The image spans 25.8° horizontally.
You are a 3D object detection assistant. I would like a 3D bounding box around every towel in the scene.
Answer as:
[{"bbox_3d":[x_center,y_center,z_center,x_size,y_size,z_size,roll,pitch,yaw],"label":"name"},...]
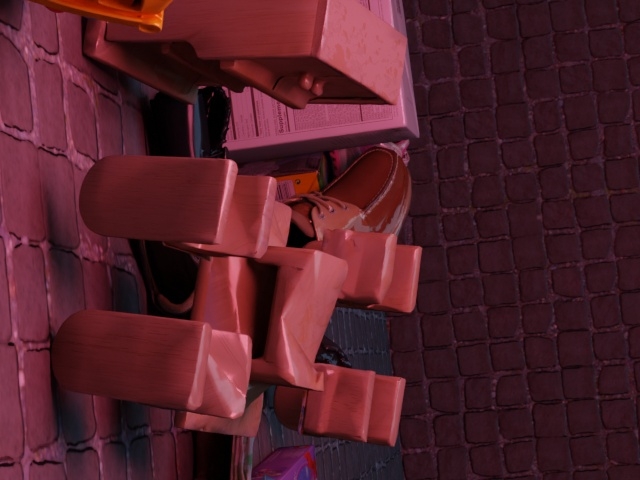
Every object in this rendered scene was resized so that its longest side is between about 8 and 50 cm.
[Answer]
[{"bbox_3d":[-0.082,0.238,1.560,0.248,0.038,0.325,99,-5,-47],"label":"towel"}]

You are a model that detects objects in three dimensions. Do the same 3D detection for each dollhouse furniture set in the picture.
[{"bbox_3d":[-0.094,-0.023,1.289,0.362,0.256,0.394,21,75,-58],"label":"dollhouse furniture set"}]

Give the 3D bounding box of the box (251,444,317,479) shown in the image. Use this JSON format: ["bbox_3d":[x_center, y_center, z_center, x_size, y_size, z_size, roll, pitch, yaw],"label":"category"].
[{"bbox_3d":[-0.045,0.389,1.814,0.293,0.057,0.201,-4,87,-81],"label":"box"}]

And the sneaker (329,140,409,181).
[{"bbox_3d":[0.070,-0.098,1.904,0.103,0.111,0.252,-77,157,-65],"label":"sneaker"}]

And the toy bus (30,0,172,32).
[{"bbox_3d":[-0.196,-0.240,1.035,0.211,0.220,0.150,138,-41,-60],"label":"toy bus"}]

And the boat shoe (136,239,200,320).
[{"bbox_3d":[-0.140,0.051,1.424,0.073,0.080,0.224,-68,145,-57],"label":"boat shoe"}]

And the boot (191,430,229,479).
[{"bbox_3d":[-0.127,0.247,1.480,0.114,0.037,0.107,-18,100,-77],"label":"boot"}]

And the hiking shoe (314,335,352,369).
[{"bbox_3d":[-0.061,0.099,1.862,0.132,0.113,0.304,-1,-69,56],"label":"hiking shoe"}]

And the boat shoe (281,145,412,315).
[{"bbox_3d":[0.000,0.000,1.738,0.324,0.122,0.120,-55,134,-25],"label":"boat shoe"}]

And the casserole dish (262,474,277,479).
[{"bbox_3d":[-0.063,0.348,1.587,0.188,0.037,0.114,107,-8,-46],"label":"casserole dish"}]

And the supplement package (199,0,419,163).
[{"bbox_3d":[-0.024,-0.212,1.746,0.199,0.262,0.198,2,81,-81],"label":"supplement package"}]

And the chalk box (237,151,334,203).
[{"bbox_3d":[-0.042,-0.072,1.954,0.213,0.132,0.132,-75,156,-65],"label":"chalk box"}]

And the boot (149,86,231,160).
[{"bbox_3d":[-0.120,-0.069,1.570,0.246,0.094,0.207,-2,87,-78],"label":"boot"}]
